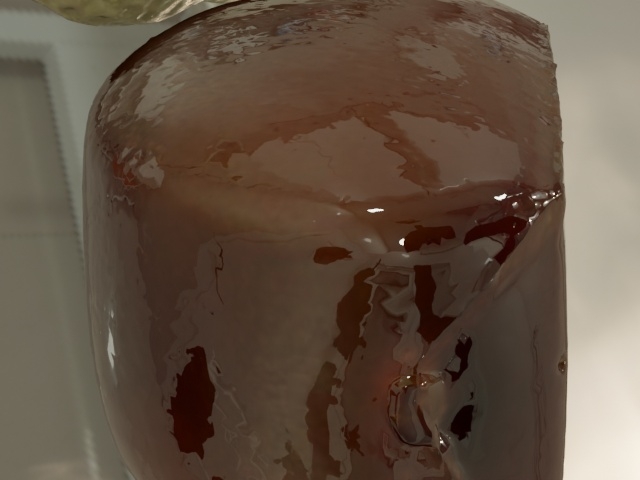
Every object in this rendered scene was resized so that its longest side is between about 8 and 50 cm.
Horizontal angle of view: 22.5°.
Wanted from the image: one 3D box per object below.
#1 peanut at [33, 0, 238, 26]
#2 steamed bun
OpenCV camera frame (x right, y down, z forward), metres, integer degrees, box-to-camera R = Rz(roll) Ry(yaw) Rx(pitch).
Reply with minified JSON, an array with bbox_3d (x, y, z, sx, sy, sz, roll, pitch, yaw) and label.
[{"bbox_3d":[-0.111,-0.225,1.187,0.298,0.136,0.120,-25,104,-53],"label":"peanut"},{"bbox_3d":[0.000,0.000,0.836,0.248,0.235,0.379,0,24,7],"label":"steamed bun"}]
